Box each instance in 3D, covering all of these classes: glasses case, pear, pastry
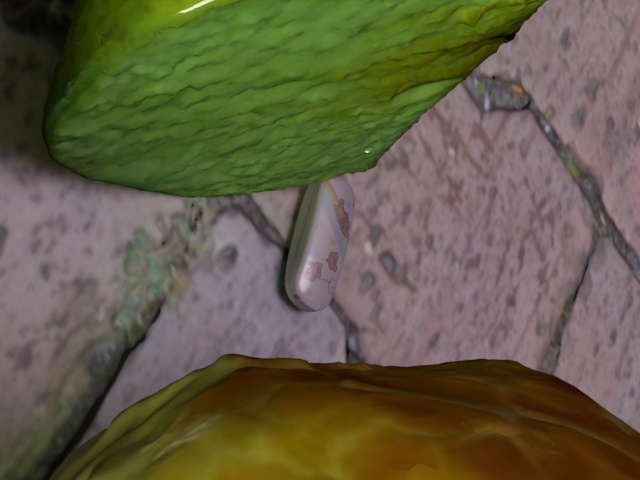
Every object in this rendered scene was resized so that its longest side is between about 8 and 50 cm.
[{"bbox_3d":[0.000,0.000,0.897,0.032,0.021,0.083,40,55,-42],"label":"glasses case"},{"bbox_3d":[-0.030,-0.116,0.741,0.239,0.288,0.139,-22,80,-31],"label":"pear"},{"bbox_3d":[0.041,0.207,0.624,0.312,0.388,0.388,-44,126,1],"label":"pastry"}]
